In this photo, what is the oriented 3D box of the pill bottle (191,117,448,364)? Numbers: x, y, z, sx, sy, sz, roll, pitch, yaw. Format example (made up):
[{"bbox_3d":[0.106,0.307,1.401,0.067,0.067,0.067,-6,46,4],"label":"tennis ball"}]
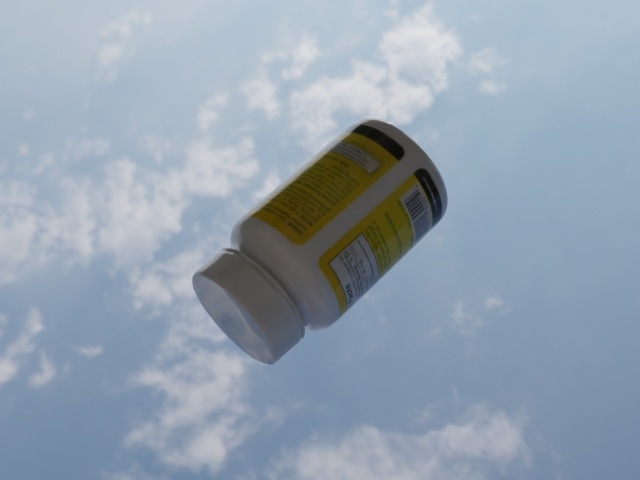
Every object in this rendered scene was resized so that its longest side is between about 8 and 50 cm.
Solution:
[{"bbox_3d":[0.000,0.000,0.767,0.119,0.119,0.208,32,-118,35],"label":"pill bottle"}]
